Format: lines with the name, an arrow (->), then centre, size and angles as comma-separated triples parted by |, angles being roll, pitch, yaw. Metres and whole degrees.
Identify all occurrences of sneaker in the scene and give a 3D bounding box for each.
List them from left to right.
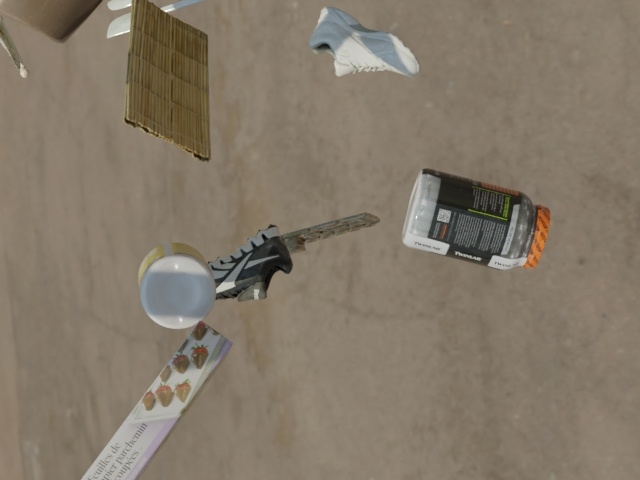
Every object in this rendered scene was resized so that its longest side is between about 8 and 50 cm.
sneaker -> -0.148, 0.074, 1.961 | 0.106, 0.234, 0.078 | 53, 170, 17
sneaker -> 0.081, -0.357, 2.129 | 0.115, 0.232, 0.090 | -60, -17, -8

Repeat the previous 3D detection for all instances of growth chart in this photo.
growth chart -> -0.549, -0.378, 1.840 | 0.172, 0.021, 0.237 | 61, 171, 16

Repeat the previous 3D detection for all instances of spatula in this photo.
spatula -> -0.347, -0.529, 2.295 | 0.019, 0.241, 0.168 | 45, -145, -57

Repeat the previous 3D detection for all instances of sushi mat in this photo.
sushi mat -> -0.239, -0.260, 1.726 | 0.019, 0.151, 0.317 | -40, 38, 32

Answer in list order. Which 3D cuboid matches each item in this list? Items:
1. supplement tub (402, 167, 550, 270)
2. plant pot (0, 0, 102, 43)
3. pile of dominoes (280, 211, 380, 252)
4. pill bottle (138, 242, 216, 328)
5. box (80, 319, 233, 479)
supplement tub -> 0.219, -0.026, 1.544 | 0.117, 0.190, 0.117 | 15, -90, -89
plant pot -> -0.352, -0.391, 1.436 | 0.229, 0.263, 0.263 | -62, 29, 3
pile of dominoes -> 0.000, 0.000, 2.188 | 0.196, 0.251, 0.040 | 10, -113, -73
pill bottle -> -0.236, 0.066, 1.782 | 0.208, 0.119, 0.119 | -140, 47, -77
box -> -0.242, 0.262, 1.572 | 0.063, 0.324, 0.067 | 34, 155, 4
